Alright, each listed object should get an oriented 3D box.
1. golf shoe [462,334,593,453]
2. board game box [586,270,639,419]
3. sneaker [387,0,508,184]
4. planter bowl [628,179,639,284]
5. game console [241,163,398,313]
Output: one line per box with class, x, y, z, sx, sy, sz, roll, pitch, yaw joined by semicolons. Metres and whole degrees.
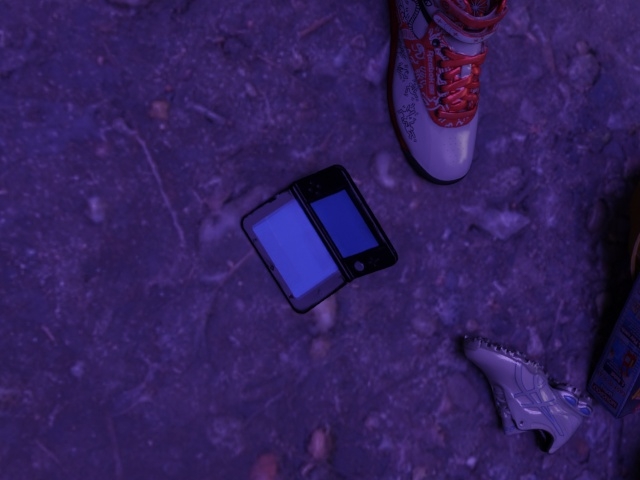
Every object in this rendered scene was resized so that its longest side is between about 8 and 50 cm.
golf shoe;0.216;0.171;1.377;0.176;0.069;0.086;34;84;-17
board game box;0.399;0.113;1.423;0.194;0.060;0.194;11;118;-39
sneaker;0.135;-0.192;1.298;0.090;0.145;0.270;-8;93;-21
planter bowl;0.418;-0.038;1.421;0.217;0.090;0.217;-16;132;-19
game console;0.000;0.000;1.288;0.122;0.107;0.071;58;44;-13
